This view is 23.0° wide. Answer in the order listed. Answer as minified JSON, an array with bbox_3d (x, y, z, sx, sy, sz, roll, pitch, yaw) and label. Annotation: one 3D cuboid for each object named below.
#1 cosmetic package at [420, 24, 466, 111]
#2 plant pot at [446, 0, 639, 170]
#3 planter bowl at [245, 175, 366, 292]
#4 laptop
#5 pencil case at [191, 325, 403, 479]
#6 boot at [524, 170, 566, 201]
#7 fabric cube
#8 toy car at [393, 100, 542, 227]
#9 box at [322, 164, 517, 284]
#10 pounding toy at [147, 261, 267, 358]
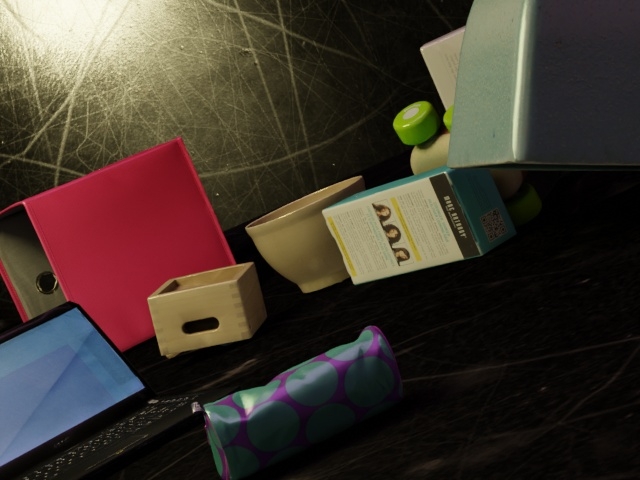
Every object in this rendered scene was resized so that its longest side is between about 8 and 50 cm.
[{"bbox_3d":[0.294,-0.231,2.341,0.224,0.224,0.138,-23,6,8],"label":"cosmetic package"},{"bbox_3d":[0.275,-0.196,1.566,0.247,0.252,0.248,1,2,-10],"label":"plant pot"},{"bbox_3d":[0.000,0.000,1.990,0.162,0.109,0.162,-24,5,2],"label":"planter bowl"},{"bbox_3d":[-0.251,0.148,1.511,0.234,0.137,0.264,-28,7,-33],"label":"laptop"},{"bbox_3d":[-0.014,0.119,1.157,0.151,0.064,0.070,-24,30,-8],"label":"pencil case"},{"bbox_3d":[0.226,-0.092,1.989,0.178,0.085,0.236,-18,15,37],"label":"boot"},{"bbox_3d":[-0.310,0.023,2.324,0.258,0.254,0.259,-27,6,-26],"label":"fabric cube"},{"bbox_3d":[0.201,-0.132,1.810,0.149,0.155,0.188,-1,41,46],"label":"toy car"},{"bbox_3d":[0.107,-0.021,1.784,0.060,0.101,0.244,-28,7,-34],"label":"box"},{"bbox_3d":[-0.142,0.095,1.869,0.141,0.100,0.130,-12,8,10],"label":"pounding toy"}]
